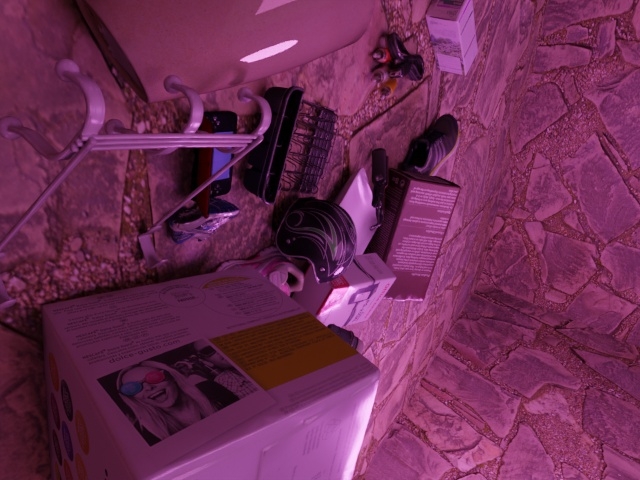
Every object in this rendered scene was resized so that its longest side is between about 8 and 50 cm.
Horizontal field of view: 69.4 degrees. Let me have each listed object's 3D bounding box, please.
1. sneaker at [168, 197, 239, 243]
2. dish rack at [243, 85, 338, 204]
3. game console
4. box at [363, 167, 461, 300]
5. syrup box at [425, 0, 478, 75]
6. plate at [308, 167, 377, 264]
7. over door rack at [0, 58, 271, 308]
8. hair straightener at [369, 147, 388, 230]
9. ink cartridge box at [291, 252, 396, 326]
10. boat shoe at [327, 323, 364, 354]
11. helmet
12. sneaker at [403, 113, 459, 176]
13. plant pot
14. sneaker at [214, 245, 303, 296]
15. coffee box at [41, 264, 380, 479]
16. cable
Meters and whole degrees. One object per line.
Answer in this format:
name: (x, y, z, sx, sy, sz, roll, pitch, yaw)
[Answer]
sneaker: (-0.196, -0.031, 0.777, 0.135, 0.052, 0.058, -21, 139, -44)
dish rack: (-0.035, -0.180, 0.911, 0.271, 0.074, 0.209, -6, 117, -59)
game console: (-0.157, -0.122, 0.728, 0.124, 0.085, 0.144, -23, 131, -52)
box: (0.263, -0.013, 1.411, 0.190, 0.143, 0.382, 6, 108, -24)
syrup box: (0.374, -0.581, 1.301, 0.097, 0.093, 0.237, -62, 152, -7)
plate: (0.059, -0.017, 1.231, 0.278, 0.045, 0.277, -58, 152, -16)
over door rack: (-0.236, -0.067, 0.537, 0.324, 0.108, 0.239, -42, 166, 33)
hair straightener: (0.145, -0.139, 1.206, 0.089, 0.047, 0.231, 47, 49, -64)
ink cartridge box: (0.056, 0.133, 1.178, 0.237, 0.100, 0.172, -5, 134, -43)
boat shoe: (-0.032, 0.265, 1.111, 0.099, 0.319, 0.116, 42, 51, -17)
helmet: (0.000, 0.000, 0.985, 0.170, 0.161, 0.169, -62, 168, -22)
sneaker: (0.356, -0.296, 1.479, 0.300, 0.111, 0.121, -60, 148, -17)
plant pot: (-0.120, -0.284, 0.536, 0.274, 0.256, 0.257, -39, 145, -16)
sneaker: (-0.122, 0.089, 0.921, 0.252, 0.111, 0.103, -30, 136, -48)
coffee box: (-0.172, 0.276, 0.676, 0.337, 0.334, 0.338, -10, 121, -42)
cable: (0.195, -0.449, 1.161, 0.287, 0.072, 0.140, -47, 131, -55)
